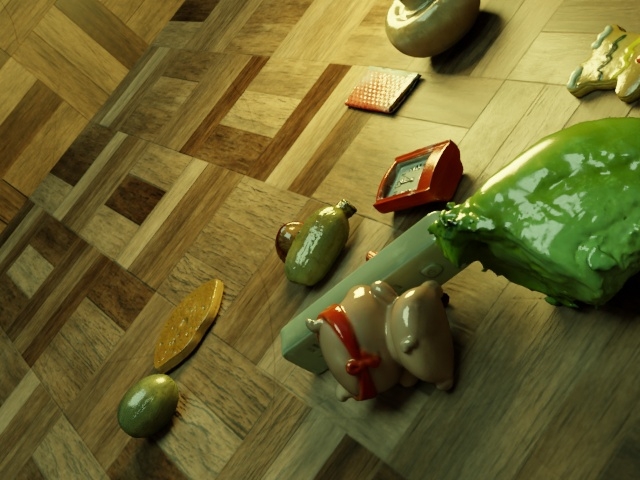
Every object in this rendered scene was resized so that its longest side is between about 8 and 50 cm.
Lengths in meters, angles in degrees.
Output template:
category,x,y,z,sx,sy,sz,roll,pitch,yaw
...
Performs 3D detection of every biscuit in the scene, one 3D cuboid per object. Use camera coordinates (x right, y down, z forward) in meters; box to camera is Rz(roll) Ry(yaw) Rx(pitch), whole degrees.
category,x,y,z,sx,sy,sz,roll,pitch,yaw
biscuit,0.485,-0.279,1.569,0.240,0.035,0.158,12,67,58
biscuit,-0.268,0.172,2.074,0.142,0.029,0.221,6,60,55

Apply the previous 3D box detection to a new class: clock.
category,x,y,z,sx,sy,sz,roll,pitch,yaw
clock,0.169,-0.101,1.770,0.155,0.061,0.113,-11,46,53

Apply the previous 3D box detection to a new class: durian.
category,x,y,z,sx,sy,sz,roll,pitch,yaw
durian,0.341,-0.033,1.332,0.339,0.204,0.256,-40,43,-2

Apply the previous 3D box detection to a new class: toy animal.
category,x,y,z,sx,sy,sz,roll,pitch,yaw
toy animal,0.088,0.148,1.478,0.197,0.171,0.171,-12,43,23

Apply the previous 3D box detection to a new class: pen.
category,x,y,z,sx,sy,sz,roll,pitch,yaw
pen,0.135,0.060,1.653,0.028,0.028,0.239,-51,29,-4

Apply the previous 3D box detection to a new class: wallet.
category,x,y,z,sx,sy,sz,roll,pitch,yaw
wallet,0.124,-0.310,2.118,0.103,0.020,0.196,-52,29,-8

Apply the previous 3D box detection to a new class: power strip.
category,x,y,z,sx,sy,sz,roll,pitch,yaw
power strip,0.090,0.082,1.583,0.385,0.091,0.062,-39,37,31

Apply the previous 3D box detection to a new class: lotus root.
category,x,y,z,sx,sy,sz,roll,pitch,yaw
lotus root,-0.001,-0.001,1.856,0.090,0.077,0.183,20,73,50

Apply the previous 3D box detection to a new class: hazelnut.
category,x,y,z,sx,sy,sz,roll,pitch,yaw
hazelnut,-0.049,0.005,1.930,0.086,0.086,0.086,-34,32,25

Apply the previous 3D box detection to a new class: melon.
category,x,y,z,sx,sy,sz,roll,pitch,yaw
melon,-0.320,0.308,1.916,0.131,0.098,0.098,-51,29,-2

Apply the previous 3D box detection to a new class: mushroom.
category,x,y,z,sx,sy,sz,roll,pitch,yaw
mushroom,0.202,-0.468,2.015,0.204,0.204,0.204,-34,32,25
